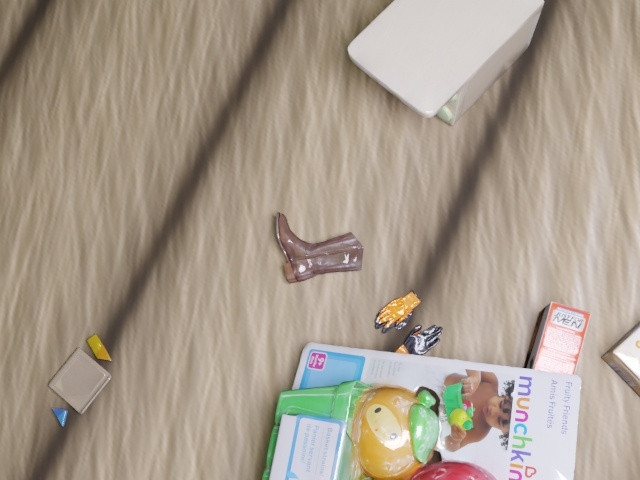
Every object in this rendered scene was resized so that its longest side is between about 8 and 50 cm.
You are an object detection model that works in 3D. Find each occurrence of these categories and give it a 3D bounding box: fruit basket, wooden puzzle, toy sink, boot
[{"bbox_3d":[0.099,0.290,0.838,0.353,0.165,0.327,2,71,31],"label":"fruit basket"},{"bbox_3d":[-0.337,0.197,1.031,0.116,0.014,0.078,-46,71,-5],"label":"wooden puzzle"},{"bbox_3d":[0.168,-0.265,1.021,0.153,0.131,0.234,41,79,15],"label":"toy sink"},{"bbox_3d":[0.000,0.000,1.023,0.114,0.037,0.106,-14,88,7],"label":"boot"}]

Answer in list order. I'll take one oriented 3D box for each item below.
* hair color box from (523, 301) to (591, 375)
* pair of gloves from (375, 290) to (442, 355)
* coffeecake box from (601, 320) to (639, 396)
[{"bbox_3d":[0.283,0.168,0.916,0.053,0.093,0.167,18,78,11],"label":"hair color box"},{"bbox_3d":[0.119,0.118,0.992,0.074,0.010,0.083,-35,75,-2],"label":"pair of gloves"},{"bbox_3d":[0.476,0.135,0.912,0.185,0.068,0.142,-41,75,-4],"label":"coffeecake box"}]
